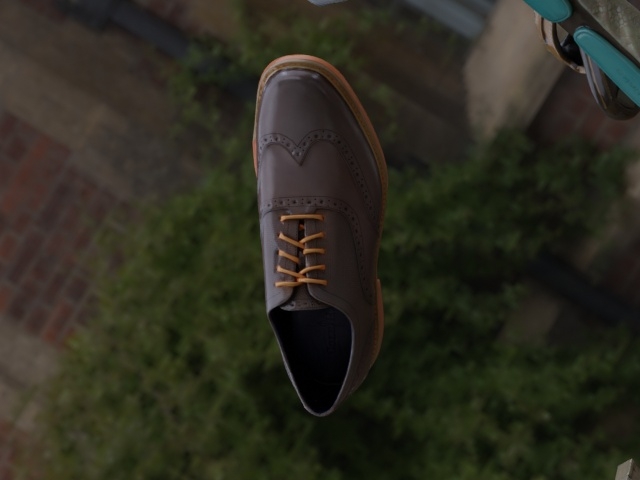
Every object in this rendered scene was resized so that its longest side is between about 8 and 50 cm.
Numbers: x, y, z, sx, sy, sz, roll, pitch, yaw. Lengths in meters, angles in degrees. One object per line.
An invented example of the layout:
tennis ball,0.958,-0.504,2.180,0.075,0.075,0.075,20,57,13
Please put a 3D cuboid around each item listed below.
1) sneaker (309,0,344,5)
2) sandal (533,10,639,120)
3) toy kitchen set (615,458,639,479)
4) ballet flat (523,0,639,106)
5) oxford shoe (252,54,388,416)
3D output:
sneaker,0.050,-0.225,1.174,0.091,0.094,0.258,-22,24,25
sandal,0.192,-0.180,1.405,0.060,0.219,0.090,-35,-27,29
toy kitchen set,0.292,0.224,1.530,0.075,0.068,0.083,-36,16,33
ballet flat,0.157,-0.141,1.055,0.052,0.168,0.057,-51,13,-13
oxford shoe,0.000,0.000,1.776,0.133,0.130,0.364,-69,-28,-62
